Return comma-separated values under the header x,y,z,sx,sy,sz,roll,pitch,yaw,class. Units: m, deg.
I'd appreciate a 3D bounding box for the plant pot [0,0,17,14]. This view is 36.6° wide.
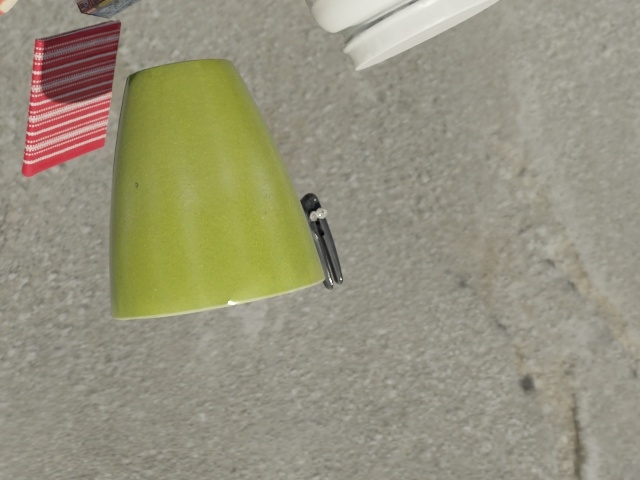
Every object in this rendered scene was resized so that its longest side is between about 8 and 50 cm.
x,y,z,sx,sy,sz,roll,pitch,yaw,class
-0.586,-0.480,1.504,0.274,0.275,0.243,-8,58,-34,plant pot

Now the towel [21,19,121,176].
x,y,z,sx,sy,sz,roll,pitch,yaw,class
-0.448,-0.254,1.726,0.031,0.275,0.199,31,36,20,towel

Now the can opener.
x,y,z,sx,sy,sz,roll,pitch,yaw,class
0.000,0.000,1.760,0.059,0.073,0.186,-31,105,-25,can opener

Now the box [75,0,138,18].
x,y,z,sx,sy,sz,roll,pitch,yaw,class
-0.305,-0.395,1.518,0.027,0.137,0.094,65,16,-1,box

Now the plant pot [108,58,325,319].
x,y,z,sx,sy,sz,roll,pitch,yaw,class
-0.154,-0.071,1.225,0.274,0.274,0.294,-12,93,-34,plant pot

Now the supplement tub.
x,y,z,sx,sy,sz,roll,pitch,yaw,class
0.059,-0.391,1.139,0.235,0.235,0.325,-29,96,-35,supplement tub
